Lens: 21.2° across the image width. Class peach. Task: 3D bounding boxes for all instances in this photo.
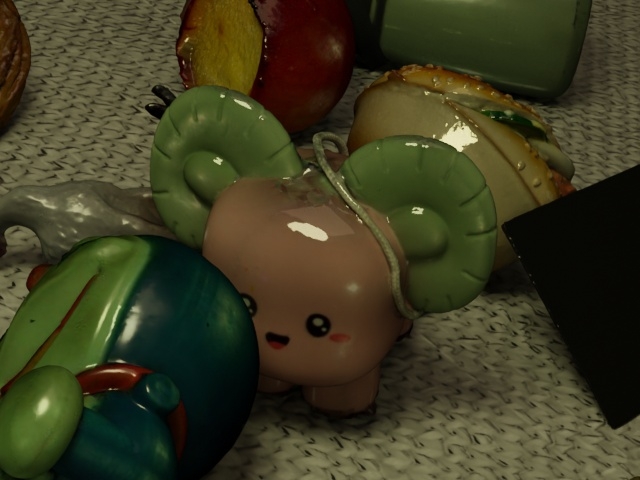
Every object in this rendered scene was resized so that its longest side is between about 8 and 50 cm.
[{"bbox_3d":[-0.065,-0.207,1.789,0.190,0.196,0.226,-16,19,23],"label":"peach"}]

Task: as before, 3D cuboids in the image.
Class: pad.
[{"bbox_3d":[0.302,0.032,1.547,0.300,0.005,0.202,-23,82,-42],"label":"pad"}]

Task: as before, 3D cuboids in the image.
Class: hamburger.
[{"bbox_3d":[0.125,-0.067,1.587,0.237,0.237,0.147,30,71,31],"label":"hamburger"}]

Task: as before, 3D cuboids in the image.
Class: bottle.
[{"bbox_3d":[0.130,-0.271,1.972,0.347,0.168,0.168,10,30,0],"label":"bottle"}]

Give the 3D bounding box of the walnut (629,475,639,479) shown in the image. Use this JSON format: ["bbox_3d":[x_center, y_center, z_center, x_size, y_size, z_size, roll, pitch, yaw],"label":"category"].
[{"bbox_3d":[0.252,0.213,1.271,0.092,0.092,0.092,7,30,-4],"label":"walnut"}]

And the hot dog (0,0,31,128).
[{"bbox_3d":[-0.407,-0.200,1.741,0.196,0.122,0.272,-8,33,-28],"label":"hot dog"}]

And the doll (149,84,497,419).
[{"bbox_3d":[0.000,0.000,1.362,0.284,0.268,0.216,16,39,12],"label":"doll"}]

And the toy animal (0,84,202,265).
[{"bbox_3d":[-0.206,-0.016,1.483,0.324,0.195,0.090,-17,33,10],"label":"toy animal"}]

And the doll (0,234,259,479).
[{"bbox_3d":[-0.147,0.114,1.205,0.186,0.198,0.322,36,32,-14],"label":"doll"}]
